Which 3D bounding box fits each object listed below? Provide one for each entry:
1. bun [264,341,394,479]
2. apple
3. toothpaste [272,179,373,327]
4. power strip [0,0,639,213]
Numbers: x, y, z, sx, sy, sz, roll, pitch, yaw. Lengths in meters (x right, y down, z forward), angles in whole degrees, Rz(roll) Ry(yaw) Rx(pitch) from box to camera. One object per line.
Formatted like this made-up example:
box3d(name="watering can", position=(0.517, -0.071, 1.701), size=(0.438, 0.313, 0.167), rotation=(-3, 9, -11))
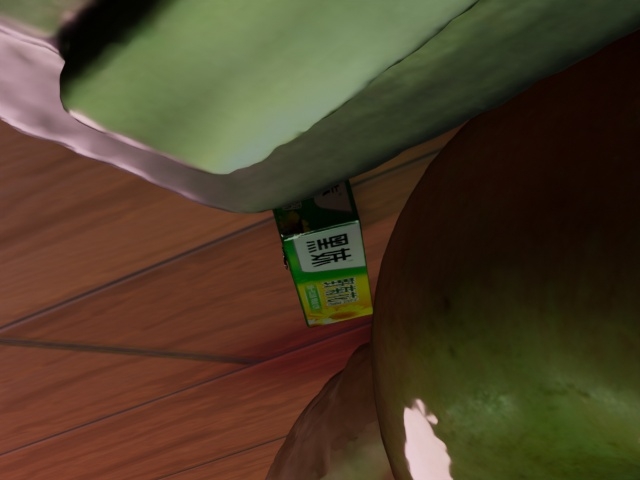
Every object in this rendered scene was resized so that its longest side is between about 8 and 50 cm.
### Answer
box3d(name="bun", position=(0.127, 0.147, 1.200), size=(0.361, 0.213, 0.361), rotation=(-20, 141, -17))
box3d(name="apple", position=(0.190, 0.044, 0.710), size=(0.277, 0.319, 0.319), rotation=(-45, -174, -35))
box3d(name="toothpaste", position=(0.000, 0.000, 0.875), size=(0.037, 0.043, 0.178), rotation=(-13, 165, 0))
box3d(name="power strip", position=(-0.037, -0.108, 0.332), size=(0.251, 0.092, 0.257), rotation=(29, 144, -27))
